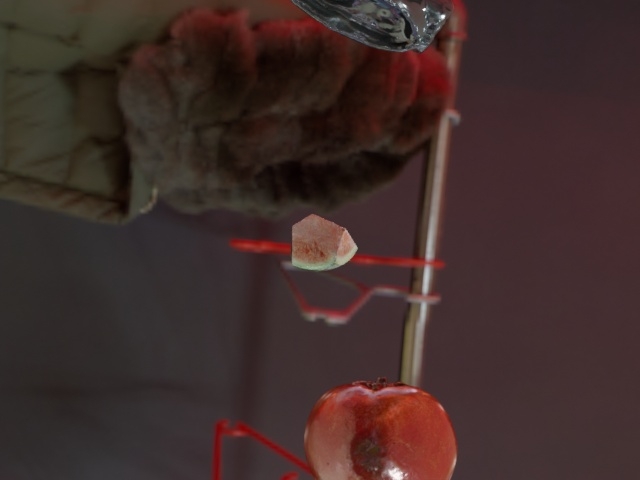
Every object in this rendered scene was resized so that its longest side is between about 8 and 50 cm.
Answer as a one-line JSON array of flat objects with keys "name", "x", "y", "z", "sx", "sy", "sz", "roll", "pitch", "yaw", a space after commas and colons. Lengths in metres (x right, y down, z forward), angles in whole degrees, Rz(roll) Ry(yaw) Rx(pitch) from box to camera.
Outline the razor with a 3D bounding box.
[{"name": "razor", "x": 0.075, "y": -0.370, "z": 1.223, "sx": 0.113, "sy": 0.204, "sz": 0.349, "roll": -46, "pitch": -157, "yaw": 56}]

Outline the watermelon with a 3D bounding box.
[{"name": "watermelon", "x": 0.005, "y": 0.003, "z": 1.485, "sx": 0.092, "sy": 0.085, "sz": 0.072, "roll": -44, "pitch": 148, "yaw": -68}]

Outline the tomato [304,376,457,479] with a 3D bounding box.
[{"name": "tomato", "x": 0.061, "y": 0.210, "z": 1.154, "sx": 0.091, "sy": 0.159, "sz": 0.139, "roll": 58, "pitch": 37, "yaw": -87}]
